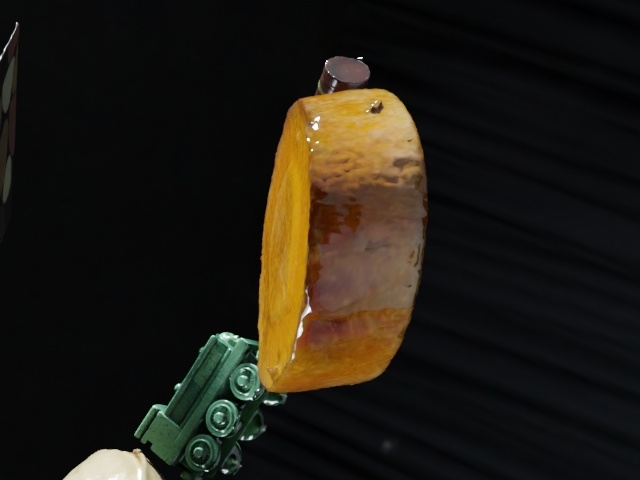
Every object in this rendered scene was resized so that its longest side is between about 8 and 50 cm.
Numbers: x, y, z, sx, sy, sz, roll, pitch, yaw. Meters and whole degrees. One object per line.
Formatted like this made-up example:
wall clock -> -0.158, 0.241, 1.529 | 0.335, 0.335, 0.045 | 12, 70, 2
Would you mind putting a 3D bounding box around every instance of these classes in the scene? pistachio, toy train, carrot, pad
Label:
pistachio -> -0.220, 0.293, 2.119 | 0.229, 0.157, 0.157 | -147, 78, -75
toy train -> -0.111, 0.171, 2.096 | 0.170, 0.111, 0.071 | -58, -26, 8
carrot -> 0.000, 0.000, 1.661 | 0.307, 0.100, 0.258 | 167, 109, -74
pad -> -0.215, -0.010, 1.228 | 0.235, 0.003, 0.158 | -80, -1, -54

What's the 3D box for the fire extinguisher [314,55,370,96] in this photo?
fire extinguisher -> 0.005, -0.096, 1.809 | 0.064, 0.043, 0.158 | -46, -17, -46
